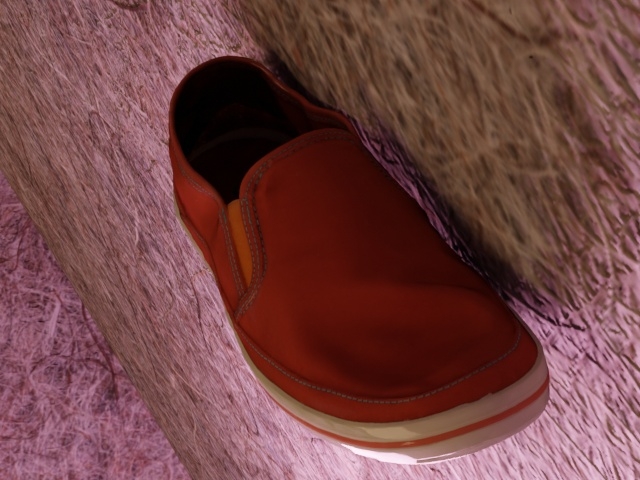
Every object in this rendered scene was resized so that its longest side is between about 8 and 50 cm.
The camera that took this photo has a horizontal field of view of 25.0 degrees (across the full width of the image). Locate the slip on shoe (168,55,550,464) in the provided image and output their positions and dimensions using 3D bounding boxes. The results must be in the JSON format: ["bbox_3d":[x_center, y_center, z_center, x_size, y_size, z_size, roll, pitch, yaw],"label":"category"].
[{"bbox_3d":[0.000,0.000,0.736,0.331,0.123,0.101,49,159,51],"label":"slip on shoe"}]
